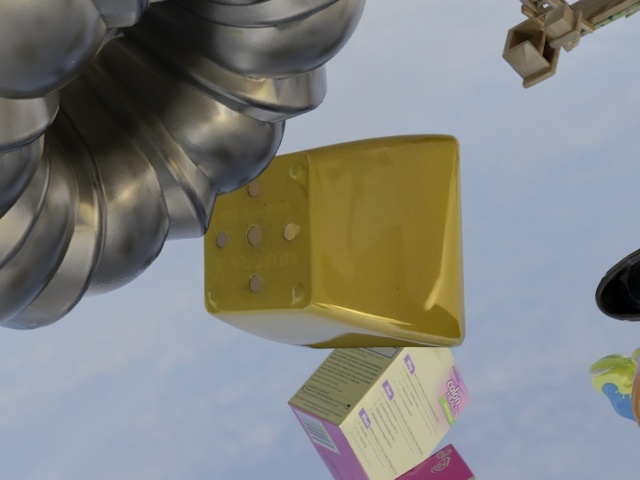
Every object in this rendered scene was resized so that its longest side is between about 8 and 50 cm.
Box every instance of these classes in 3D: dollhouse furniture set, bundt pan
[{"bbox_3d":[0.293,-0.235,1.060,0.182,0.101,0.161,-24,-144,44],"label":"dollhouse furniture set"},{"bbox_3d":[-0.098,-0.084,0.440,0.331,0.331,0.124,-37,-108,-27],"label":"bundt pan"}]

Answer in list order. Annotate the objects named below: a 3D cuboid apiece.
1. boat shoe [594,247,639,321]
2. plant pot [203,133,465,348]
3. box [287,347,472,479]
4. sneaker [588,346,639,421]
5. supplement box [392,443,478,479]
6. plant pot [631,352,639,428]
[{"bbox_3d":[0.303,0.011,0.796,0.076,0.080,0.228,-17,176,-43],"label":"boat shoe"},{"bbox_3d":[0.000,0.000,1.047,0.212,0.212,0.187,-6,172,41],"label":"plant pot"},{"bbox_3d":[0.099,0.253,1.677,0.117,0.213,0.243,17,-125,44],"label":"box"},{"bbox_3d":[0.538,0.224,1.668,0.091,0.126,0.240,-32,-177,-32],"label":"sneaker"},{"bbox_3d":[0.182,0.380,1.307,0.114,0.220,0.111,-33,-165,-1],"label":"supplement box"},{"bbox_3d":[0.381,0.194,0.981,0.205,0.205,0.188,6,-139,26],"label":"plant pot"}]
